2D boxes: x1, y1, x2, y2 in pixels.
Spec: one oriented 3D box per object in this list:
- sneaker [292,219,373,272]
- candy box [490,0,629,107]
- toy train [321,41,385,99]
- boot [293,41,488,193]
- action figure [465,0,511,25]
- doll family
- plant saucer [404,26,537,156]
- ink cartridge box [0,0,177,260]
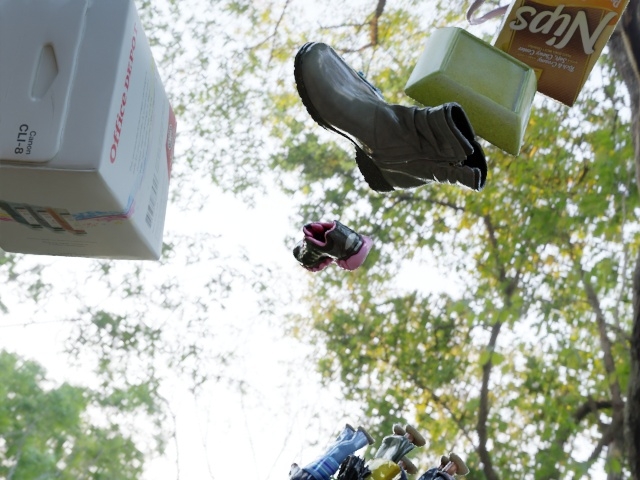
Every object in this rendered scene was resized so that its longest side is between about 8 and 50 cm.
[{"bbox_3d":[0.000,0.000,0.763,0.057,0.047,0.119,36,-21,-24],"label":"sneaker"},{"bbox_3d":[0.445,-0.424,1.396,0.182,0.087,0.317,25,-76,1],"label":"candy box"},{"bbox_3d":[0.039,-0.282,1.372,0.080,0.105,0.184,-46,-110,7],"label":"toy train"},{"bbox_3d":[0.092,-0.146,0.891,0.161,0.084,0.246,-1,-37,41],"label":"boot"},{"bbox_3d":[0.278,-0.510,1.370,0.248,0.370,0.276,-27,-75,-2],"label":"action figure"},{"bbox_3d":[0.031,0.211,0.659,0.076,0.111,0.193,51,-29,-3],"label":"doll family"},{"bbox_3d":[0.235,-0.235,1.127,0.188,0.188,0.045,29,-43,-2],"label":"plant saucer"},{"bbox_3d":[-0.183,-0.074,0.540,0.127,0.128,0.176,4,-20,1],"label":"ink cartridge box"}]
